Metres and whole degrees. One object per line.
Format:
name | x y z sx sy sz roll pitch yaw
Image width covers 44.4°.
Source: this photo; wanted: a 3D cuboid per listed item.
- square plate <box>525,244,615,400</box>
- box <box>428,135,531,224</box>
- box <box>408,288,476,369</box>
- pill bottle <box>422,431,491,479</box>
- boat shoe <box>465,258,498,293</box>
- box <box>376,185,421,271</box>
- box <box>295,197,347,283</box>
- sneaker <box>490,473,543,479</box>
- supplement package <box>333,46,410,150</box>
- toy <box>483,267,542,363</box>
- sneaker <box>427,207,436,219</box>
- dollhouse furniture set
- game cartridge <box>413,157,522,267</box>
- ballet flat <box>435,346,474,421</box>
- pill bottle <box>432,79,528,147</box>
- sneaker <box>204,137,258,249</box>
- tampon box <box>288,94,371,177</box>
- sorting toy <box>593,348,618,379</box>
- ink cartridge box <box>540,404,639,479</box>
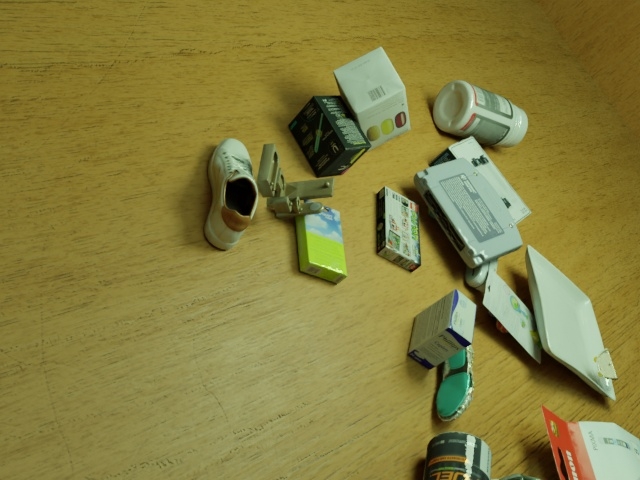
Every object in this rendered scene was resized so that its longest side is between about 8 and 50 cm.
square plate | 0.666 0.228 2.126 0.344 0.049 0.347 36 39 -34
box | 0.461 -0.150 2.258 0.290 0.087 0.169 54 39 6
box | 0.273 0.199 1.749 0.072 0.137 0.126 37 40 -15
pill bottle | 0.255 0.499 1.488 0.130 0.130 0.246 35 40 -16
boat shoe | 0.434 0.047 2.088 0.076 0.083 0.226 42 50 -25
box | 0.194 -0.030 1.948 0.114 0.036 0.207 28 43 -24
box | 0.000 0.000 1.736 0.109 0.042 0.178 21 46 -31
sneaker | 0.473 0.564 1.658 0.271 0.108 0.100 27 41 -27
supplement package | 0.136 -0.352 1.989 0.134 0.139 0.244 64 2 19
toy | 0.482 0.200 2.008 0.237 0.056 0.137 43 40 -16
sneaker | 0.344 -0.115 2.142 0.078 0.067 0.188 37 46 -17
dollhouse furniture set | -0.049 -0.128 1.679 0.151 0.123 0.144 72 18 -46
game cartridge | 0.393 -0.078 2.055 0.196 0.060 0.294 -20 68 -27
ballet flat | 0.311 0.312 1.741 0.077 0.091 0.241 53 37 -31
pill bottle | 0.500 -0.383 2.430 0.283 0.161 0.161 12 51 -37
sneaker | -0.166 -0.122 1.622 0.105 0.123 0.290 22 44 -27
tampon box | 0.022 -0.254 1.907 0.101 0.120 0.161 -13 68 -46
sorting toy | 0.767 0.342 2.092 0.075 0.044 0.083 33 41 -48
ink cartridge box | 0.664 0.554 1.790 0.385 0.091 0.308 34 37 -38
